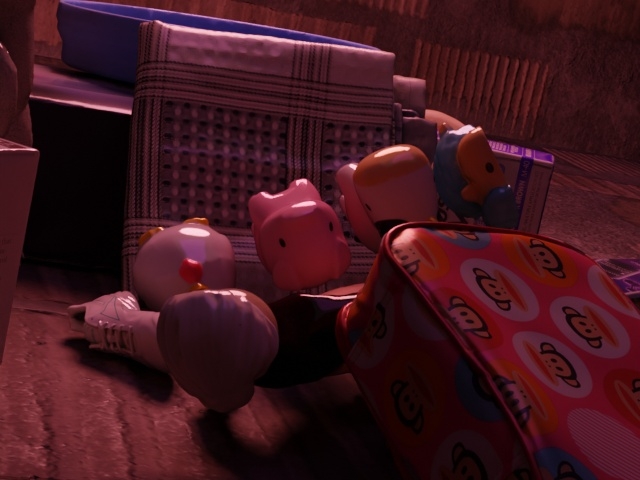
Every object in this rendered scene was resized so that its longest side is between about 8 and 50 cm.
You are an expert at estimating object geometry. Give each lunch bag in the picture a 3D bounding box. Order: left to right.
[{"bbox_3d":[0.172,0.116,1.067,0.258,0.120,0.293,3,42,-35],"label":"lunch bag"}]

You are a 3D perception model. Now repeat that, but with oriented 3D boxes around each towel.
[{"bbox_3d":[-0.034,-0.061,1.549,0.324,0.312,0.056,8,-22,-16],"label":"towel"}]

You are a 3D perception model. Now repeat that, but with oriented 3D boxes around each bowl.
[{"bbox_3d":[-0.123,-0.221,1.835,0.391,0.077,0.391,9,10,-2],"label":"bowl"}]

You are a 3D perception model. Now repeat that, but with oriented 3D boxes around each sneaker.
[{"bbox_3d":[-0.166,0.083,1.312,0.061,0.054,0.152,-7,14,-33],"label":"sneaker"}]

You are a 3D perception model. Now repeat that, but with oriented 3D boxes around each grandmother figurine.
[{"bbox_3d":[-0.015,0.077,1.213,0.342,0.208,0.104,6,52,-61],"label":"grandmother figurine"}]

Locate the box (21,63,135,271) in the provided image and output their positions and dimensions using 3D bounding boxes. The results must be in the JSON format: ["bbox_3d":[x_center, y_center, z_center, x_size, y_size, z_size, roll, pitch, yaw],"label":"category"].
[{"bbox_3d":[-0.234,-0.082,1.707,0.294,0.183,0.296,8,11,-14],"label":"box"}]

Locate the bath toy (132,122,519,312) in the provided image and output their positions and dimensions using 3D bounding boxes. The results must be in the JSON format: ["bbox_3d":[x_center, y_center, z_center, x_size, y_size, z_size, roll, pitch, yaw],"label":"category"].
[{"bbox_3d":[0.000,0.000,1.407,0.348,0.151,0.129,-21,62,-7],"label":"bath toy"}]

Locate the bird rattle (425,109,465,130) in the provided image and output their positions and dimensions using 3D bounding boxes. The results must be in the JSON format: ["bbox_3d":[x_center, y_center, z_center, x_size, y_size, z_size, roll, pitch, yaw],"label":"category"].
[{"bbox_3d":[0.117,-0.070,2.002,0.253,0.207,0.143,23,-6,7],"label":"bird rattle"}]

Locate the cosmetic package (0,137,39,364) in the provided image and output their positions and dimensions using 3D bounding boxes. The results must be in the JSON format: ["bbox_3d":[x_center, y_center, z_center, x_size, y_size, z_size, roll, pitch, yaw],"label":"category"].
[{"bbox_3d":[-0.334,0.000,1.185,0.151,0.184,0.151,17,12,27],"label":"cosmetic package"}]

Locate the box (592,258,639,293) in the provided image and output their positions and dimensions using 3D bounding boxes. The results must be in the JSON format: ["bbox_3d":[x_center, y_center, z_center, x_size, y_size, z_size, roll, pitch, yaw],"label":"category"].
[{"bbox_3d":[0.300,0.095,1.529,0.207,0.108,0.153,1,23,-44],"label":"box"}]

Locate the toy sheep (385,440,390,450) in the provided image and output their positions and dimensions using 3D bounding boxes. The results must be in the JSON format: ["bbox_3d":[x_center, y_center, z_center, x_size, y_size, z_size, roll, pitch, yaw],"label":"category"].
[{"bbox_3d":[0.093,0.131,1.226,0.091,0.091,0.132,21,15,39],"label":"toy sheep"}]

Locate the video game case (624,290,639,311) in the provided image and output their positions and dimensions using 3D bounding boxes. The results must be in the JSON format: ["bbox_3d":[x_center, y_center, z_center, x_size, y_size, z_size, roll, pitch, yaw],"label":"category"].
[{"bbox_3d":[0.319,0.125,1.360,0.022,0.173,0.190,-31,-16,34],"label":"video game case"}]

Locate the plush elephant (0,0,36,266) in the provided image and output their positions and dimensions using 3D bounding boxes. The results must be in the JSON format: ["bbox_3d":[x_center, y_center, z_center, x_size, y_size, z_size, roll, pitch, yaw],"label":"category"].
[{"bbox_3d":[-0.410,-0.104,1.396,0.255,0.330,0.272,-17,17,-42],"label":"plush elephant"}]

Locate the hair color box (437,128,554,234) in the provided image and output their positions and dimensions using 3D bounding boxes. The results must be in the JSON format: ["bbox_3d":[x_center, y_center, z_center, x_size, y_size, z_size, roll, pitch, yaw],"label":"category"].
[{"bbox_3d":[0.099,-0.048,1.859,0.338,0.185,0.110,13,11,7],"label":"hair color box"}]
